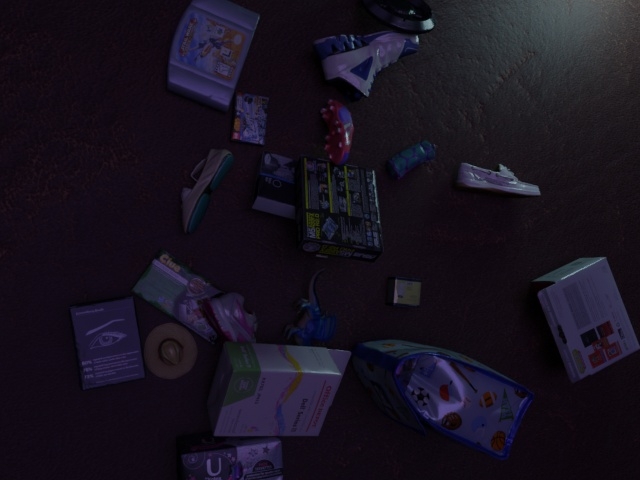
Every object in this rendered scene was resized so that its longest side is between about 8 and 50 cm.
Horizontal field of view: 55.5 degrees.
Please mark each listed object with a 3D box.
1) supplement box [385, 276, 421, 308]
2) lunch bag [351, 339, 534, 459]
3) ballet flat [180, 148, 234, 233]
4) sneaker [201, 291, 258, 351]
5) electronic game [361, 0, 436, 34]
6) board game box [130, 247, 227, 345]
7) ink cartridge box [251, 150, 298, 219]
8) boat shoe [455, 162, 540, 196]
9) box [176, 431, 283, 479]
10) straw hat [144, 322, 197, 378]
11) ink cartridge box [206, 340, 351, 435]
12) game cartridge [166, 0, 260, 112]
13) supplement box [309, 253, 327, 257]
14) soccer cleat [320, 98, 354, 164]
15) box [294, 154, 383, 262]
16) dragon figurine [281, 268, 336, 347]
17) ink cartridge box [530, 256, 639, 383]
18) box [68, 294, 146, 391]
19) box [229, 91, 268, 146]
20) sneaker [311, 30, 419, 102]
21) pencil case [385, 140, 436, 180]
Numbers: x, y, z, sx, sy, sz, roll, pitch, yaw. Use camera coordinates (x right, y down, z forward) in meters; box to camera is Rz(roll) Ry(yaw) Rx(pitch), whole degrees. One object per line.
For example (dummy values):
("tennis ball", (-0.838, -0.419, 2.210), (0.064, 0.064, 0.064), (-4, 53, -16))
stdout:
("supplement box", (0.239, 0.150, 1.753), (0.083, 0.056, 0.083), (8, 84, -17))
("lunch bag", (0.290, 0.392, 1.614), (0.386, 0.328, 0.238), (28, 80, -15))
("ballet flat", (-0.316, -0.137, 1.600), (0.086, 0.086, 0.248), (31, 76, -13))
("sneaker", (-0.203, 0.239, 1.569), (0.111, 0.103, 0.252), (-33, 118, -26))
("electronic game", (0.228, -0.668, 1.763), (0.230, 0.048, 0.229), (11, 46, -12))
("board game box", (-0.347, 0.149, 1.588), (0.260, 0.030, 0.136), (37, 79, -12))
("ink cartridge box", (-0.015, -0.125, 1.660), (0.333, 0.065, 0.165), (14, 53, -17))
("boat shoe", (0.547, -0.186, 1.852), (0.277, 0.098, 0.096), (8, 85, -15))
("box", (-0.230, 0.561, 1.522), (0.248, 0.163, 0.141), (-3, 89, -18))
("straw hat", (-0.381, 0.285, 1.550), (0.145, 0.061, 0.144), (1, 85, -18))
("ink cartridge box", (-0.086, 0.378, 1.531), (0.354, 0.119, 0.207), (8, 114, -24))
("game cartridge", (-0.299, -0.515, 1.640), (0.198, 0.062, 0.297), (19, 81, -19))
("supplement box", (0.000, 0.000, 1.688), (0.036, 0.062, 0.098), (9, 83, -17))
("soccer cleat", (0.060, -0.294, 1.667), (0.095, 0.083, 0.247), (20, 40, -29))
("box", (0.044, -0.084, 1.582), (0.217, 0.060, 0.269), (8, 56, -18))
("dragon figurine", (-0.010, 0.226, 1.654), (0.144, 0.085, 0.289), (23, 84, -16))
("ink cartridge box", (0.791, 0.242, 1.879), (0.272, 0.130, 0.309), (-22, 92, -16))
("box", (-0.518, 0.246, 1.486), (0.153, 0.108, 0.206), (-8, 88, -17))
("box", (-0.196, -0.333, 1.670), (0.094, 0.027, 0.136), (7, 84, -18))
("sneaker", (0.127, -0.495, 1.744), (0.316, 0.127, 0.182), (-14, 104, -24))
("pencil case", (0.266, -0.236, 1.786), (0.152, 0.064, 0.070), (-29, 78, -16))
